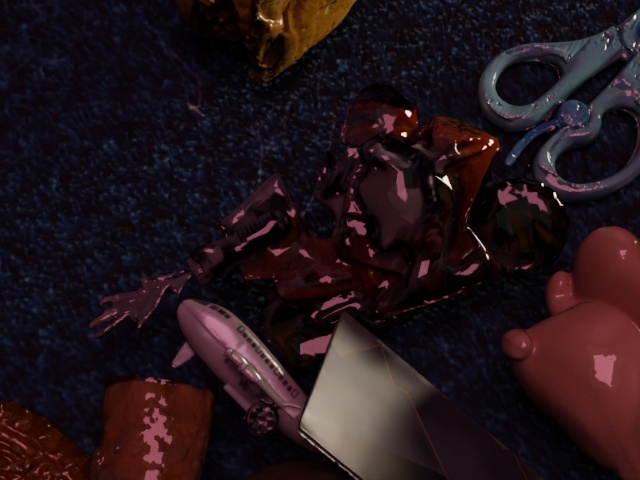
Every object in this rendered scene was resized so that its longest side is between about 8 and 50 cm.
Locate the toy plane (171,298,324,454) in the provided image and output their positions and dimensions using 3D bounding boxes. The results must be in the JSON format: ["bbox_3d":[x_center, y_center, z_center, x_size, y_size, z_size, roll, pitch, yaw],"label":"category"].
[{"bbox_3d":[-0.050,0.112,1.008,0.171,0.162,0.065,36,87,2],"label":"toy plane"}]

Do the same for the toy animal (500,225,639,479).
[{"bbox_3d":[0.263,0.082,1.057,0.198,0.171,0.171,-41,72,-14],"label":"toy animal"}]

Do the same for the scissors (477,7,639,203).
[{"bbox_3d":[0.316,-0.187,1.248,0.393,0.032,0.180,-39,73,-18],"label":"scissors"}]

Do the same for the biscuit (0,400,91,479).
[{"bbox_3d":[-0.305,0.263,1.019,0.305,0.038,0.305,1,65,-1],"label":"biscuit"}]

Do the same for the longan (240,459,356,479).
[{"bbox_3d":[-0.015,0.270,0.942,0.197,0.196,0.220,21,68,8],"label":"longan"}]

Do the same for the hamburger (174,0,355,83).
[{"bbox_3d":[-0.042,-0.282,1.181,0.163,0.244,0.244,35,69,13],"label":"hamburger"}]

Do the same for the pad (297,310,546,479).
[{"bbox_3d":[0.091,0.171,0.991,0.243,0.004,0.163,40,30,-10],"label":"pad"}]

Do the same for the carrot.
[{"bbox_3d":[-0.137,0.231,0.990,0.102,0.102,0.263,3,61,0],"label":"carrot"}]

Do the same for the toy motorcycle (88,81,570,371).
[{"bbox_3d":[0.000,0.000,1.089,0.401,0.134,0.207,-25,91,0],"label":"toy motorcycle"}]
